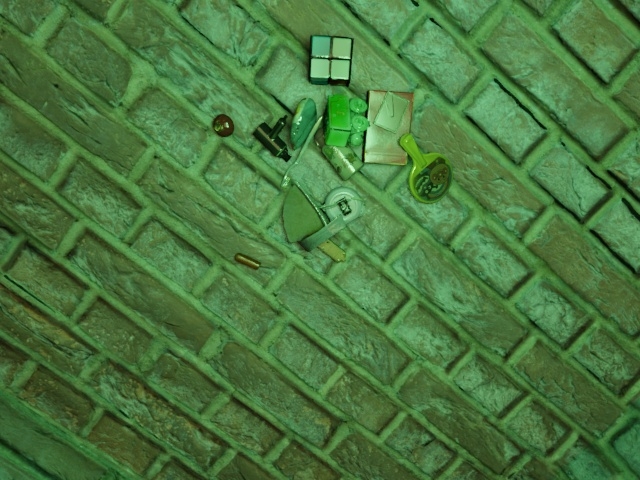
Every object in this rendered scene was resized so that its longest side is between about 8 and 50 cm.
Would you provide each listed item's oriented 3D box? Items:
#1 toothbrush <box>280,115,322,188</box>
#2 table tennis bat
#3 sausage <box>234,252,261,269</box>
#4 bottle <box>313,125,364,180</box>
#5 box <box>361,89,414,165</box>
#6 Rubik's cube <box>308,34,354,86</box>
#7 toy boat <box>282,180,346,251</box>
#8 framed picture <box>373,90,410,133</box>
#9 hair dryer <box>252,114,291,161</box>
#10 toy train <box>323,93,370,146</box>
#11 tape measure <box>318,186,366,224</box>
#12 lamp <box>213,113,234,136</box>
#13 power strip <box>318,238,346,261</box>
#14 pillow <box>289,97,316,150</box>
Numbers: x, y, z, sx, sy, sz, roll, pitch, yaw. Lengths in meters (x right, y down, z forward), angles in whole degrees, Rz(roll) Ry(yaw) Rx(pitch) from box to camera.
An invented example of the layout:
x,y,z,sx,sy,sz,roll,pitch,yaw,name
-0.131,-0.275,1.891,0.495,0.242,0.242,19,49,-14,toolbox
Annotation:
x,y,z,sx,sy,sz,roll,pitch,yaw,name
-0.087,-0.392,1.857,0.037,0.028,0.375,27,114,-10,toothbrush
0.466,-0.324,1.846,0.224,0.054,0.368,-41,118,-1,table tennis bat
-0.351,0.098,1.989,0.131,0.041,0.039,25,122,-4,sausage
0.074,-0.396,1.846,0.120,0.120,0.253,-40,92,8,bottle
0.295,-0.497,1.840,0.198,0.089,0.313,3,101,-3,box
0.042,-0.750,1.743,0.180,0.183,0.167,4,100,2,Rubik's cube
-0.054,-0.085,1.866,0.293,0.111,0.276,41,123,4,toy boat
0.306,-0.550,1.779,0.109,0.011,0.149,23,100,-7,framed picture
-0.173,-0.455,1.786,0.195,0.248,0.078,44,64,-8,hair dryer
0.106,-0.511,1.772,0.188,0.132,0.243,6,60,-10,toy train
0.099,-0.154,1.904,0.196,0.105,0.178,-36,99,8,tape measure
-0.430,-0.511,1.841,0.101,0.090,0.101,15,120,27,lamp
0.000,0.000,1.968,0.305,0.044,0.064,37,100,-8,power strip
-0.077,-0.496,1.768,0.086,0.233,0.214,22,92,-1,pillow
